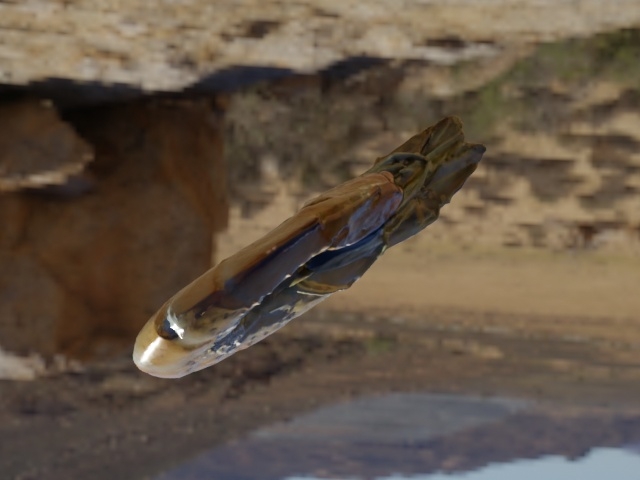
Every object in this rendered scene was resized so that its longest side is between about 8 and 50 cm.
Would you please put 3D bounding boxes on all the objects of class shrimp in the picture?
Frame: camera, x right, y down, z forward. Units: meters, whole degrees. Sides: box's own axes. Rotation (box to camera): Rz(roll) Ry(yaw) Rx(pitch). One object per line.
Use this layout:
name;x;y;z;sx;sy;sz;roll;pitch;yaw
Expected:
shrimp;0.000;0.000;0.398;0.108;0.023;0.059;-36;171;-14
